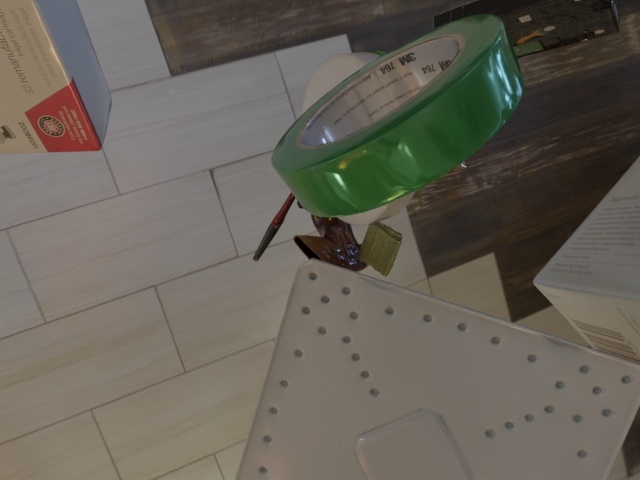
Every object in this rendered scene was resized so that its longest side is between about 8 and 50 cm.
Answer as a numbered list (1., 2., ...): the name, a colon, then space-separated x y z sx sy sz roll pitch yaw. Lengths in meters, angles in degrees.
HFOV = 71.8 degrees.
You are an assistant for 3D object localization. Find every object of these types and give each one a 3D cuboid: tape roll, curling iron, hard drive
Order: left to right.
1. curling iron: -0.106 -0.046 1.183 0.274 0.035 0.068 -49 61 20
2. tape roll: 0.079 -0.227 1.024 0.072 0.392 0.391 -16 98 -28
3. tape roll: 0.086 -0.163 0.574 0.321 0.321 0.077 -41 117 -8
4. hard drive: 0.457 -0.488 0.994 0.237 0.339 0.064 2 87 -50

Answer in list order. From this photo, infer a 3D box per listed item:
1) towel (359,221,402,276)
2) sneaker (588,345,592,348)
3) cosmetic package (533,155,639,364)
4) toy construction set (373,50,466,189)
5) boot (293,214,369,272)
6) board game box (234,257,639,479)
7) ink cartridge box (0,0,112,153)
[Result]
1. towel: 0.161 0.019 1.190 0.027 0.110 0.148 -28 143 -41
2. sneaker: 0.607 0.279 0.999 0.105 0.147 0.295 -3 99 -12
3. cosmetic package: 0.659 0.051 0.711 0.329 0.327 0.393 44 83 -9
4. toy construction set: 0.232 -0.260 1.068 0.237 0.257 0.308 -14 55 -33
5. boot: 0.000 0.000 1.280 0.096 0.281 0.264 -40 73 27
6. board game box: 0.110 0.256 0.534 0.390 0.050 0.389 18 99 7
7. ink cartridge box: -0.418 -0.205 0.500 0.283 0.207 0.117 -4 56 -8
